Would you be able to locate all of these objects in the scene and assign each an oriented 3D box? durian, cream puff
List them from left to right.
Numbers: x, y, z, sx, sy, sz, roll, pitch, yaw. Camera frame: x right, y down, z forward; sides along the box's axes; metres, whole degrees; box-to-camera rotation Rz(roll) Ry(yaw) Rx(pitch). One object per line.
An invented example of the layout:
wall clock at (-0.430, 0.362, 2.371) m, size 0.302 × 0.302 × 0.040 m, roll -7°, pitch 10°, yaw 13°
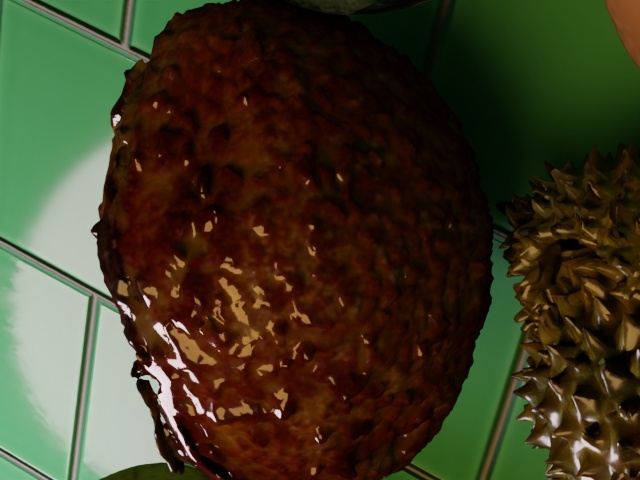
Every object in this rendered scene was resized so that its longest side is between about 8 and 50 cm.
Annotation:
cream puff at (-0.002, -0.004, 1.119) m, size 0.228 × 0.350 × 0.350 m, roll -19°, pitch 106°, yaw 17°
durian at (0.235, 0.065, 1.047) m, size 0.258 × 0.258 × 0.293 m, roll -41°, pitch 64°, yaw 43°

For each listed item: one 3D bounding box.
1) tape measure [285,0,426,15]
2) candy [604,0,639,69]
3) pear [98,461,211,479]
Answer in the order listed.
tape measure at (0.034, -0.272, 1.035) m, size 0.275 × 0.147 × 0.256 m, roll -24°, pitch 99°, yaw 37°
candy at (0.270, -0.164, 0.969) m, size 0.255 × 0.094 × 0.255 m, roll 17°, pitch 126°, yaw 26°
pear at (-0.130, 0.351, 1.441) m, size 0.314 × 0.314 × 0.314 m, roll 17°, pitch 126°, yaw 26°
